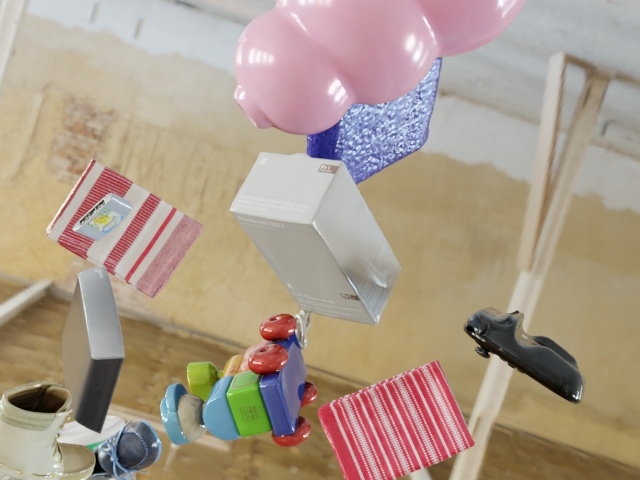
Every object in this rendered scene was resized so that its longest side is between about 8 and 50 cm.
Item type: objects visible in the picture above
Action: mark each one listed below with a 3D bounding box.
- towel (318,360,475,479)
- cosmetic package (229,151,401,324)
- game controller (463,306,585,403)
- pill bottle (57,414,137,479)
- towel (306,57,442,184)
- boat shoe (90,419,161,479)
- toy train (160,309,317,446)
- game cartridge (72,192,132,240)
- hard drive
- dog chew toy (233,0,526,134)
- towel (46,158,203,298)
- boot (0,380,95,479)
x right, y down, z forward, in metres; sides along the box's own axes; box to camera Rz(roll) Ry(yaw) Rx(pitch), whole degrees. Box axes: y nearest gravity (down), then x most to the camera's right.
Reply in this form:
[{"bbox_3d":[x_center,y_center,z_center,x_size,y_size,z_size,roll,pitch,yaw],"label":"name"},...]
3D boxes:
[{"bbox_3d":[0.150,0.378,1.913,0.274,0.199,0.031,-22,156,0],"label":"towel"},{"bbox_3d":[0.000,0.000,1.194,0.127,0.107,0.238,8,152,33],"label":"cosmetic package"},{"bbox_3d":[0.275,0.149,1.250,0.166,0.067,0.319,42,-172,12],"label":"game controller"},{"bbox_3d":[-0.519,0.604,2.170,0.204,0.361,0.204,-11,-176,1],"label":"pill bottle"},{"bbox_3d":[0.065,-0.223,1.225,0.227,0.308,0.076,-29,-129,-30],"label":"towel"},{"bbox_3d":[-0.394,0.432,1.854,0.089,0.258,0.109,-23,-104,-40],"label":"boat shoe"},{"bbox_3d":[-0.083,0.145,1.052,0.143,0.105,0.248,-14,-165,8],"label":"toy train"},{"bbox_3d":[-0.326,-0.034,1.416,0.017,0.083,0.056,56,-167,28],"label":"game cartridge"},{"bbox_3d":[-0.372,0.169,1.520,0.054,0.172,0.255,9,-153,-25],"label":"hard drive"},{"bbox_3d":[0.052,-0.233,0.938,0.206,0.332,0.206,50,179,1],"label":"dog chew toy"},{"bbox_3d":[-0.498,-0.025,2.393,0.329,0.237,0.037,32,-172,-17],"label":"towel"},{"bbox_3d":[-0.385,0.278,1.335,0.213,0.165,0.077,12,-151,-47],"label":"boot"}]
